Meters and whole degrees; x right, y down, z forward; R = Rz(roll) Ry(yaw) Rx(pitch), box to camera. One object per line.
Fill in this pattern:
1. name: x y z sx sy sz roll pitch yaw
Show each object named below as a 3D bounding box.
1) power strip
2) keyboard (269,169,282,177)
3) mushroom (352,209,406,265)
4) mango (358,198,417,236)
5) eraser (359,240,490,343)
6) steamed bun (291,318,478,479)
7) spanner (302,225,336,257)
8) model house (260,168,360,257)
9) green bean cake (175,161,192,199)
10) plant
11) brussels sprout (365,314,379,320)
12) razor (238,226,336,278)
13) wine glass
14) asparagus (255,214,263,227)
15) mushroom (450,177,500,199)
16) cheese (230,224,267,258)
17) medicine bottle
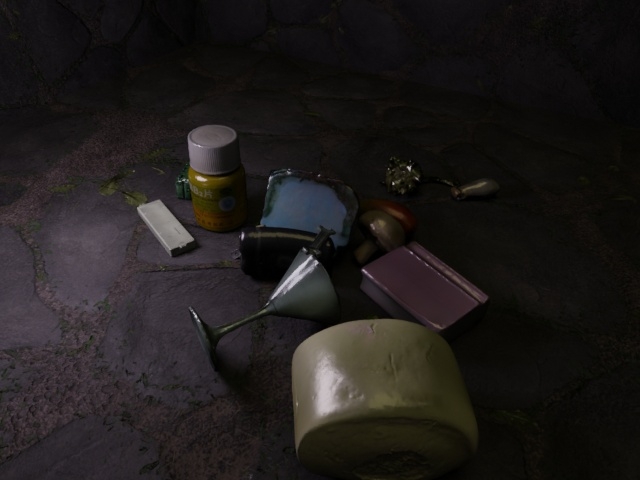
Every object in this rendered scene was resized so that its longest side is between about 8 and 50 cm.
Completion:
1. power strip: -0.629 -0.060 1.869 0.106 0.043 0.367 -25 47 -29
2. keyboard: -0.188 -0.272 2.149 0.103 0.041 0.381 -1 40 -5
3. mushroom: 0.206 -0.002 1.752 0.215 0.207 0.207 -46 52 -3
4. mango: 0.263 -0.101 1.900 0.289 0.129 0.146 18 15 22
5. eraser: 0.350 0.177 1.581 0.272 0.122 0.359 -23 46 -28
6. steamed bun: 0.155 0.383 1.188 0.455 0.290 0.371 0 39 -4
7. spanner: 0.000 0.000 1.513 0.071 0.017 0.302 21 19 3
8. model house: -0.006 -0.119 1.835 0.360 0.297 0.339 12 10 12
9. green bean cake: -0.533 -0.270 2.080 0.193 0.107 0.208 5 38 4
10. plant: 0.441 -0.272 2.175 0.333 0.180 0.251 14 18 -42
11. brussels sprout: 0.172 0.280 1.505 0.051 0.046 0.083 -33 39 27
12. razor: -0.119 0.050 1.643 0.349 0.204 0.113 6 38 -1
13. wine glass: -0.174 0.218 1.418 0.406 0.267 0.267 -22 46 -20
14. asparagus: -0.266 -0.036 1.879 0.023 0.022 0.233 44 33 -20
15. mushroom: 0.712 -0.230 2.123 0.225 0.093 0.116 -21 26 -14
16. cheese: -0.259 0.016 1.724 0.192 0.097 0.037 -29 17 21
17. medicine bottle: -0.407 -0.242 1.834 0.224 0.384 0.224 2 39 -2
